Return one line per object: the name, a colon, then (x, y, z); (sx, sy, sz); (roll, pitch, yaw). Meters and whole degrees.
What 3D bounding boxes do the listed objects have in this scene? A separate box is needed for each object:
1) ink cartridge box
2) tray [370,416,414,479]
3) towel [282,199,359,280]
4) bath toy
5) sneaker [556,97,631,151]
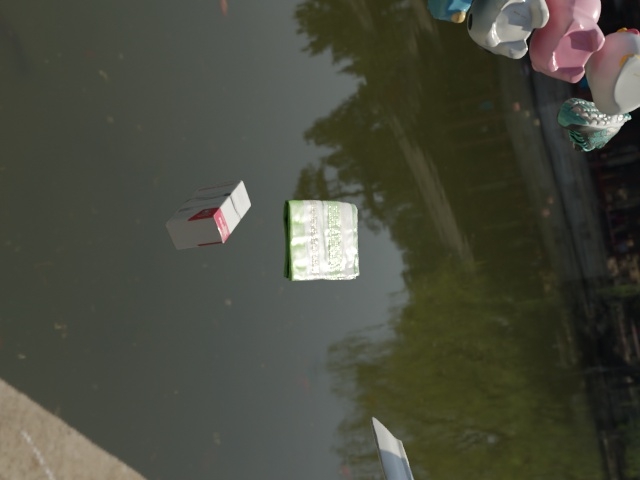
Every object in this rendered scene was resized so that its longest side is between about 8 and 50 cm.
ink cartridge box: (-0.216, -0.051, 1.622); (0.150, 0.109, 0.063); (-60, 136, -54)
tray: (0.102, 0.313, 0.877); (0.270, 0.030, 0.145); (-103, 174, -68)
towel: (0.000, 0.000, 1.163); (0.152, 0.023, 0.113); (1, 87, -50)
bath toy: (0.298, -0.287, 1.074); (0.348, 0.151, 0.129); (23, 22, -25)
sneaker: (0.387, -0.160, 1.202); (0.166, 0.076, 0.065); (-6, 44, -44)
